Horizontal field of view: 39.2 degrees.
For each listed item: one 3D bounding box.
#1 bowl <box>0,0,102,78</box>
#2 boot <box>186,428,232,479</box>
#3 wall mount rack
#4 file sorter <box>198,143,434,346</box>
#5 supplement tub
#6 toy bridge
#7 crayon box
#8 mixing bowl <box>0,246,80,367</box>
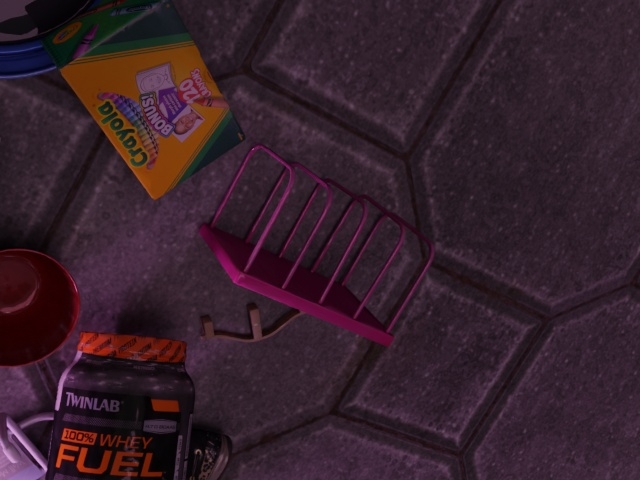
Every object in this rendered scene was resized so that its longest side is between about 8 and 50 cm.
[{"bbox_3d":[-0.409,-0.402,1.117,0.391,0.077,0.391,-9,115,-19],"label":"bowl"},{"bbox_3d":[-0.279,0.405,1.526,0.178,0.085,0.236,32,91,-28],"label":"boot"},{"bbox_3d":[-0.510,0.442,1.418,0.350,0.130,0.304,-30,123,-7],"label":"wall mount rack"},{"bbox_3d":[0.000,0.000,1.395,0.290,0.202,0.182,25,100,-30],"label":"file sorter"},{"bbox_3d":[-0.300,0.312,1.350,0.207,0.207,0.338,9,81,-26],"label":"supplement tub"},{"bbox_3d":[-0.111,0.138,1.510,0.188,0.026,0.063,-14,118,-16],"label":"toy bridge"},{"bbox_3d":[-0.232,-0.201,1.225,0.165,0.081,0.278,-35,142,-6],"label":"crayon box"},{"bbox_3d":[-0.448,0.081,1.298,0.181,0.098,0.182,-10,114,-23],"label":"mixing bowl"}]
